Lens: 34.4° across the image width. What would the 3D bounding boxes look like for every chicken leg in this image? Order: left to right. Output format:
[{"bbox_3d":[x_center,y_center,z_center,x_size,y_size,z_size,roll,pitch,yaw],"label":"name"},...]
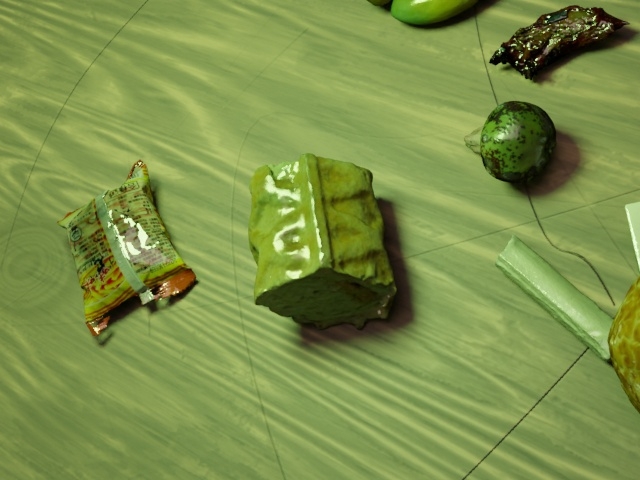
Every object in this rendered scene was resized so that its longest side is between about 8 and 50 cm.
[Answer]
[{"bbox_3d":[0.404,-0.347,1.780,0.233,0.063,0.105,-26,63,8],"label":"chicken leg"}]

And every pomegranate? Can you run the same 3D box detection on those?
[{"bbox_3d":[0.317,-0.161,1.708,0.125,0.163,0.138,15,85,-12],"label":"pomegranate"}]

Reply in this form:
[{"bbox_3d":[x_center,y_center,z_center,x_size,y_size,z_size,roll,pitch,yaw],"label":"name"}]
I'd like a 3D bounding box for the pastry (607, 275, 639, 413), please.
[{"bbox_3d":[0.514,0.140,1.400,0.236,0.170,0.256,-21,80,13],"label":"pastry"}]

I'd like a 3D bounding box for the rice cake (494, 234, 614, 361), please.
[{"bbox_3d":[0.367,0.087,1.589,0.057,0.052,0.256,-42,57,-5],"label":"rice cake"}]

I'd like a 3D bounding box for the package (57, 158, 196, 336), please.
[{"bbox_3d":[-0.378,0.008,1.916,0.223,0.108,0.288,-31,60,8],"label":"package"}]

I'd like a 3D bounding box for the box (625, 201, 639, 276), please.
[{"bbox_3d":[0.596,-0.002,1.523,0.259,0.071,0.168,-12,62,17],"label":"box"}]

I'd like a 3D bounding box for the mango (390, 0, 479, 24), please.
[{"bbox_3d":[0.242,-0.476,1.899,0.237,0.091,0.137,-45,51,5],"label":"mango"}]

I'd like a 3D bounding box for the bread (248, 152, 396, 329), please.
[{"bbox_3d":[-0.006,0.001,1.714,0.196,0.238,0.252,-42,39,50],"label":"bread"}]

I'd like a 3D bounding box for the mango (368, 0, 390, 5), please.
[{"bbox_3d":[0.114,-0.579,1.952,0.139,0.175,0.255,-4,65,11],"label":"mango"}]
